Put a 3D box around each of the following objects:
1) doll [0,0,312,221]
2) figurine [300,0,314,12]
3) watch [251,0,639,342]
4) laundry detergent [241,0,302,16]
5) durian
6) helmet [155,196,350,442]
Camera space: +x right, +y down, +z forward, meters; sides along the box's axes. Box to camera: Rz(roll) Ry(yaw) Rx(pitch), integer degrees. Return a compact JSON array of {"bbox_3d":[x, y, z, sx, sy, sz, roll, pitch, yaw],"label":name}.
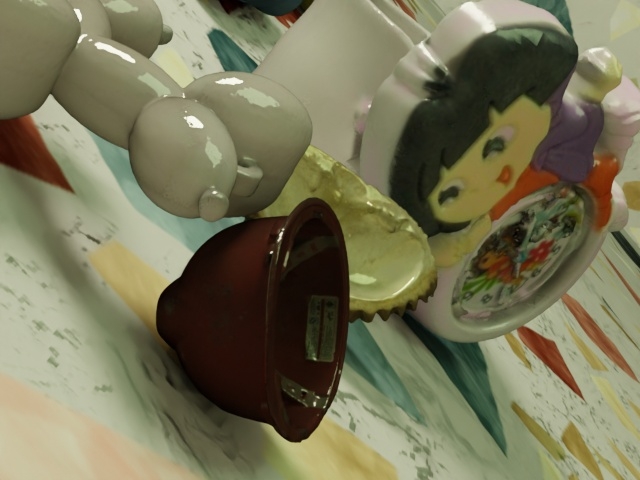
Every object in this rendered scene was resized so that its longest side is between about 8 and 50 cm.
[{"bbox_3d":[-0.079,-0.062,0.557,0.160,0.059,0.161,25,21,-20],"label":"doll"},{"bbox_3d":[0.036,-0.452,1.418,0.266,0.378,0.361,36,21,-49],"label":"figurine"},{"bbox_3d":[0.064,-0.083,0.924,0.244,0.196,0.231,30,17,-50],"label":"watch"},{"bbox_3d":[-0.059,-0.217,1.134,0.096,0.061,0.206,51,12,13],"label":"laundry detergent"},{"bbox_3d":[0.003,0.002,0.729,0.130,0.066,0.052,36,17,-21],"label":"durian"},{"bbox_3d":[-0.029,0.026,0.552,0.111,0.057,0.089,15,81,-75],"label":"helmet"}]
